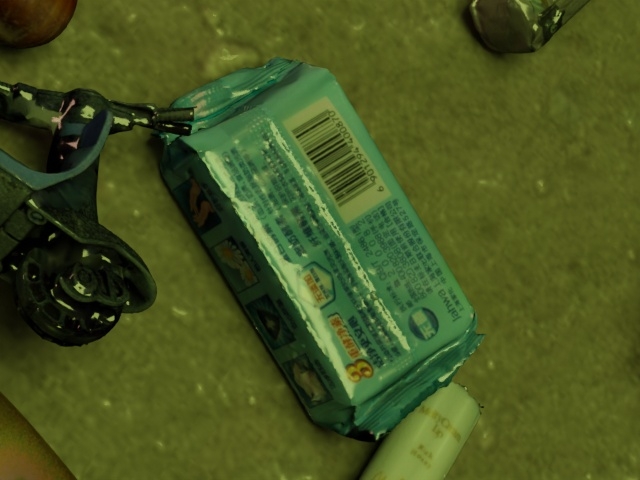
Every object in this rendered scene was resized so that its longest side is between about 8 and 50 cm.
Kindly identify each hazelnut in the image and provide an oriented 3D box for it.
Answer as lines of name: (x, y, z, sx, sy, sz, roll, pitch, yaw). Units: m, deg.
hazelnut: (-0.217, -0.179, 1.305, 0.086, 0.086, 0.086, 9, 72, -28)

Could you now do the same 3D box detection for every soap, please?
soap: (0.000, 0.000, 1.375, 0.156, 0.077, 0.293, -31, 92, -32)

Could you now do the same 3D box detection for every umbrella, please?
umbrella: (0.255, -0.271, 1.606, 0.337, 0.073, 0.067, -42, 131, -32)

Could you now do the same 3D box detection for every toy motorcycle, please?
toy motorcycle: (-0.244, -0.084, 1.214, 0.358, 0.125, 0.212, 37, 44, -14)

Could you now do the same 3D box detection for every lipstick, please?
lipstick: (0.037, 0.216, 1.346, 0.059, 0.059, 0.264, 43, 59, -13)

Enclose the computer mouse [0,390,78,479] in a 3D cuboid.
computer mouse: (-0.226, 0.207, 1.188, 0.158, 0.072, 0.310, -41, 99, -30)
